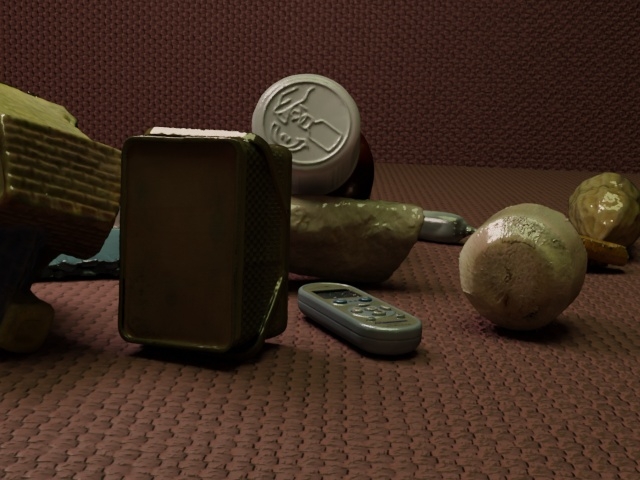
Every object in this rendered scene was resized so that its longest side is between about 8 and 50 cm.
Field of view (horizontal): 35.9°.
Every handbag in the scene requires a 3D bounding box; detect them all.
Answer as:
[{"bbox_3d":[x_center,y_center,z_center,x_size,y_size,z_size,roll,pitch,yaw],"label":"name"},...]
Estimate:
[{"bbox_3d":[-0.377,0.024,1.561,0.221,0.057,0.144,-1,15,-21],"label":"handbag"}]

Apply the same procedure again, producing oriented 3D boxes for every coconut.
[{"bbox_3d":[0.278,0.036,1.331,0.170,0.171,0.183,7,12,26],"label":"coconut"}]

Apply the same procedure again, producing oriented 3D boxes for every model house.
[{"bbox_3d":[-0.369,-0.016,1.190,0.266,0.321,0.261,32,11,38],"label":"model house"}]

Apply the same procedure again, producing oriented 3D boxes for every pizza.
[{"bbox_3d":[0.451,0.014,1.798,0.188,0.062,0.199,15,5,2],"label":"pizza"}]

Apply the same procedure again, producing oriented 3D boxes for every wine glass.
[{"bbox_3d":[0.272,-0.023,1.936,0.262,0.074,0.074,8,11,29],"label":"wine glass"}]

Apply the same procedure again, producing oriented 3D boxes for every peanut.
[{"bbox_3d":[0.562,-0.054,1.943,0.152,0.152,0.313,5,11,16],"label":"peanut"}]

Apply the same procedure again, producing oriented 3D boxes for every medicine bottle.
[{"bbox_3d":[-0.027,-0.120,1.653,0.242,0.243,0.395,3,-10,2],"label":"medicine bottle"}]

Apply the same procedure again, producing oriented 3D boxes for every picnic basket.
[{"bbox_3d":[-0.133,0.002,1.165,0.165,0.267,0.139,3,3,22],"label":"picnic basket"}]

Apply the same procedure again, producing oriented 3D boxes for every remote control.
[{"bbox_3d":[0.046,0.098,1.264,0.087,0.047,0.244,-6,13,-25],"label":"remote control"}]

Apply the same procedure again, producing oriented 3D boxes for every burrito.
[{"bbox_3d":[0.001,-0.004,1.518,0.299,0.143,0.105,5,38,-16],"label":"burrito"}]

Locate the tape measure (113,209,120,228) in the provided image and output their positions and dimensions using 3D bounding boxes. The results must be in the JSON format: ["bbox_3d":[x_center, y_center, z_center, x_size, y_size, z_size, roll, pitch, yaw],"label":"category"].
[{"bbox_3d":[-0.484,-0.082,1.919,0.265,0.130,0.258,-4,14,-30],"label":"tape measure"}]
